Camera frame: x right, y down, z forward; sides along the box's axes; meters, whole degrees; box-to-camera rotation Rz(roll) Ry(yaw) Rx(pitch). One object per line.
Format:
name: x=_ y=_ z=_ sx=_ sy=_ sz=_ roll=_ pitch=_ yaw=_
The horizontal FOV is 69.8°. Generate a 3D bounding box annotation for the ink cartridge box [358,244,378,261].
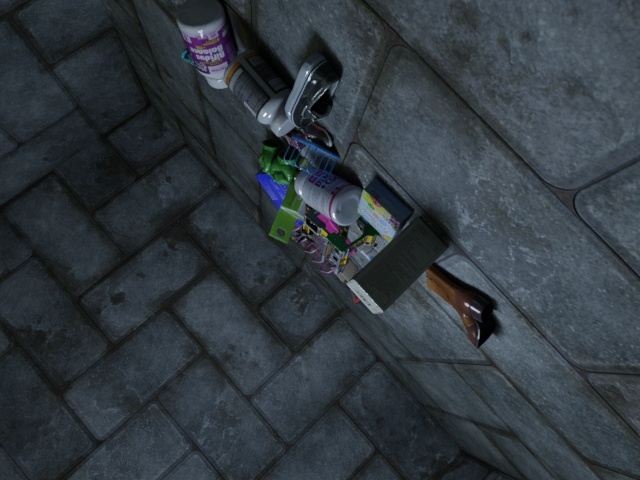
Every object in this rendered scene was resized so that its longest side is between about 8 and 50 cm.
ink cartridge box: x=0.216 y=0.050 z=2.071 sx=0.083 sy=0.048 sz=0.028 roll=46 pitch=166 yaw=10

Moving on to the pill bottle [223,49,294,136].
pill bottle: x=-0.193 y=-0.509 z=1.601 sx=0.278 sy=0.162 sz=0.162 roll=49 pitch=166 yaw=2

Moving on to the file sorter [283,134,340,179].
file sorter: x=-0.038 y=-0.306 z=1.700 sx=0.118 sy=0.104 sz=0.170 roll=19 pitch=-171 yaw=-42

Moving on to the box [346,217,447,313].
box: x=0.251 y=0.084 z=1.512 sx=0.148 sy=0.311 sz=0.121 roll=49 pitch=166 yaw=3

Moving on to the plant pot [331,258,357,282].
plant pot: x=0.137 y=0.156 z=2.496 sx=0.109 sy=0.096 sz=0.109 roll=49 pitch=166 yaw=-5

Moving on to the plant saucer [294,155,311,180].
plant saucer: x=-0.079 y=-0.293 z=2.069 sx=0.188 sy=0.045 sz=0.188 roll=27 pitch=154 yaw=56

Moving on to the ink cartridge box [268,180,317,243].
ink cartridge box: x=-0.101 y=-0.107 z=2.018 sx=0.097 sy=0.255 sz=0.189 roll=21 pitch=176 yaw=25

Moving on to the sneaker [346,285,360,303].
sneaker: x=0.210 y=0.280 z=2.602 sx=0.135 sy=0.097 sz=0.276 roll=46 pitch=164 yaw=9

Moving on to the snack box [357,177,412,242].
snack box: x=0.220 y=-0.101 z=1.618 sx=0.174 sy=0.070 sz=0.207 roll=45 pitch=167 yaw=12

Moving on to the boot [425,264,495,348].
boot: x=0.485 y=0.239 z=1.663 sx=0.280 sy=0.096 sz=0.264 roll=36 pitch=162 yaw=44

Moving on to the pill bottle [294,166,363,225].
pill bottle: x=0.029 y=-0.182 z=1.795 sx=0.283 sy=0.160 sz=0.160 roll=35 pitch=160 yaw=44

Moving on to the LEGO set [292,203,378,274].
LEGO set: x=0.066 y=-0.016 z=1.938 sx=0.331 sy=0.255 sz=0.192 roll=36 pitch=146 yaw=19

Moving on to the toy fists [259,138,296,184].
toy fists: x=-0.195 y=-0.340 z=2.051 sx=0.279 sy=0.096 sz=0.142 roll=43 pitch=141 yaw=45

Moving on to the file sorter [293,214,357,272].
file sorter: x=0.000 y=0.000 z=2.321 sx=0.291 sy=0.182 sz=0.202 roll=52 pitch=166 yaw=-11

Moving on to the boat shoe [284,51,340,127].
boat shoe: x=-0.025 y=-0.421 z=1.404 sx=0.119 sy=0.121 sz=0.335 roll=52 pitch=164 yaw=6

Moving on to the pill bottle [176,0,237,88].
pill bottle: x=-0.399 y=-0.710 z=1.680 sx=0.169 sy=0.169 sz=0.301 roll=43 pitch=165 yaw=21

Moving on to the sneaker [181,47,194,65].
sneaker: x=-0.500 y=-0.775 z=1.940 sx=0.275 sy=0.110 sz=0.107 roll=33 pitch=159 yaw=46

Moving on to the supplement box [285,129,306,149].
supplement box: x=-0.098 y=-0.404 z=1.834 sx=0.083 sy=0.043 sz=0.055 roll=37 pitch=161 yaw=43

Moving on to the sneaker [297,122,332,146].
sneaker: x=-0.024 y=-0.375 z=1.641 sx=0.158 sy=0.065 sz=0.061 roll=43 pitch=165 yaw=24

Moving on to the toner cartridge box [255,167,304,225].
toner cartridge box: x=-0.185 y=-0.232 z=2.418 sx=0.165 sy=0.075 sz=0.348 roll=6 pitch=137 yaw=50
